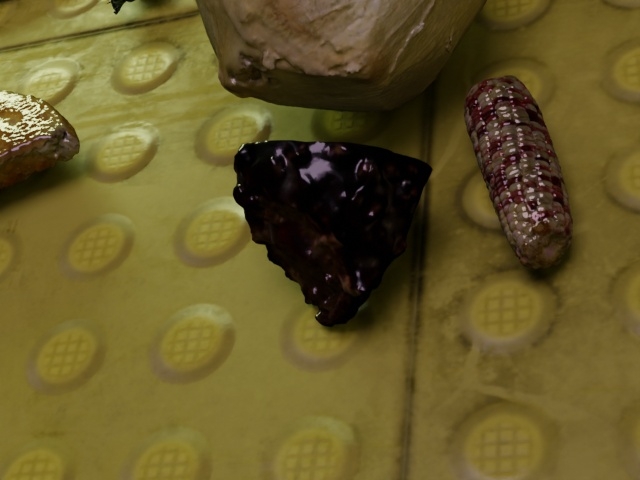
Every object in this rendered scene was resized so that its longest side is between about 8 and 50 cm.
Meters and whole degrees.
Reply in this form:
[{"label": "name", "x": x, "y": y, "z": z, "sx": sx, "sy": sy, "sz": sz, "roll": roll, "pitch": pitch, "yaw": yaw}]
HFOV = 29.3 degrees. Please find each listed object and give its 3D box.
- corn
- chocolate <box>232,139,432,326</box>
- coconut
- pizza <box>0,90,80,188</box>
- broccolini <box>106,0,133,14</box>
[{"label": "corn", "x": 0.216, "y": -0.077, "z": 1.324, "sx": 0.086, "sy": 0.086, "sz": 0.253, "roll": -18, "pitch": 48, "yaw": 9}, {"label": "chocolate", "x": 0.000, "y": 0.000, "z": 1.309, "sx": 0.206, "sy": 0.224, "sz": 0.177, "roll": 8, "pitch": 80, "yaw": -11}, {"label": "coconut", "x": 0.015, "y": -0.310, "z": 1.443, "sx": 0.346, "sy": 0.346, "sz": 0.360, "roll": 34, "pitch": 91, "yaw": 40}, {"label": "pizza", "x": -0.460, "y": -0.143, "z": 1.677, "sx": 0.268, "sy": 0.087, "sz": 0.258, "roll": -24, "pitch": 42, "yaw": 2}, {"label": "broccolini", "x": -0.195, "y": -0.416, "z": 1.822, "sx": 0.271, "sy": 0.062, "sz": 0.123, "roll": -20, "pitch": 52, "yaw": -3}]
